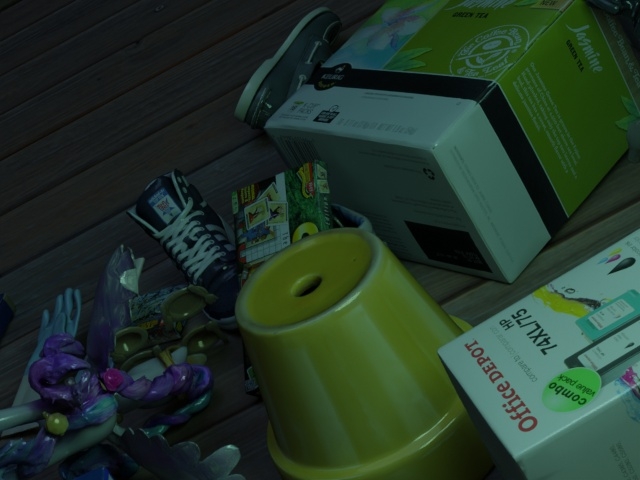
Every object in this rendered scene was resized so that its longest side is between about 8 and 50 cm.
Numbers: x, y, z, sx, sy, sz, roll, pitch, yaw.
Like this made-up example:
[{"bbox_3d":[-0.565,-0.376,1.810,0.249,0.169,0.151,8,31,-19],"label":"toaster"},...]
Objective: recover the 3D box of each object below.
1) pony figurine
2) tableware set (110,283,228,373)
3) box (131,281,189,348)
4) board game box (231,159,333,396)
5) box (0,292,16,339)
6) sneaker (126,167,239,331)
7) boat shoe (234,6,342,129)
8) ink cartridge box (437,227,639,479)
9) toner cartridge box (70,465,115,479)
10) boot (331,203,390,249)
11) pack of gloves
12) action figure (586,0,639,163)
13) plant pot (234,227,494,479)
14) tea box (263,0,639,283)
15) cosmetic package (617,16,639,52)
[{"bbox_3d":[-0.262,0.188,1.650,0.363,0.302,0.351,-21,-1,-19],"label":"pony figurine"},{"bbox_3d":[-0.193,0.122,1.834,0.169,0.141,0.020,-30,56,-2],"label":"tableware set"},{"bbox_3d":[-0.239,0.108,1.998,0.137,0.027,0.094,-16,31,24],"label":"box"},{"bbox_3d":[-0.040,0.044,1.758,0.136,0.030,0.259,-19,65,31],"label":"board game box"},{"bbox_3d":[-0.536,0.172,2.152,0.136,0.036,0.225,-18,29,20],"label":"box"},{"bbox_3d":[-0.164,0.006,1.946,0.099,0.153,0.282,-41,31,2],"label":"sneaker"},{"bbox_3d":[-0.028,-0.265,2.368,0.099,0.116,0.319,29,42,7],"label":"boat shoe"},{"bbox_3d":[0.282,0.141,1.302,0.270,0.197,0.198,-31,28,-2],"label":"ink cartridge box"},{"bbox_3d":[-0.333,0.373,1.522,0.348,0.165,0.075,-24,28,9],"label":"toner cartridge box"},{"bbox_3d":[0.000,0.000,1.856,0.095,0.123,0.258,-44,32,-25],"label":"boot"},{"bbox_3d":[-0.313,0.151,1.961,0.195,0.046,0.232,-20,44,37],"label":"pack of gloves"},{"bbox_3d":[0.424,-0.156,1.661,0.341,0.178,0.330,23,42,13],"label":"action figure"},{"bbox_3d":[0.037,0.126,1.507,0.254,0.239,0.254,-23,29,13],"label":"plant pot"},{"bbox_3d":[0.173,-0.152,1.834,0.323,0.220,0.329,-46,33,-23],"label":"tea box"},{"bbox_3d":[0.406,-0.445,1.934,0.156,0.385,0.217,-27,31,7],"label":"cosmetic package"}]
